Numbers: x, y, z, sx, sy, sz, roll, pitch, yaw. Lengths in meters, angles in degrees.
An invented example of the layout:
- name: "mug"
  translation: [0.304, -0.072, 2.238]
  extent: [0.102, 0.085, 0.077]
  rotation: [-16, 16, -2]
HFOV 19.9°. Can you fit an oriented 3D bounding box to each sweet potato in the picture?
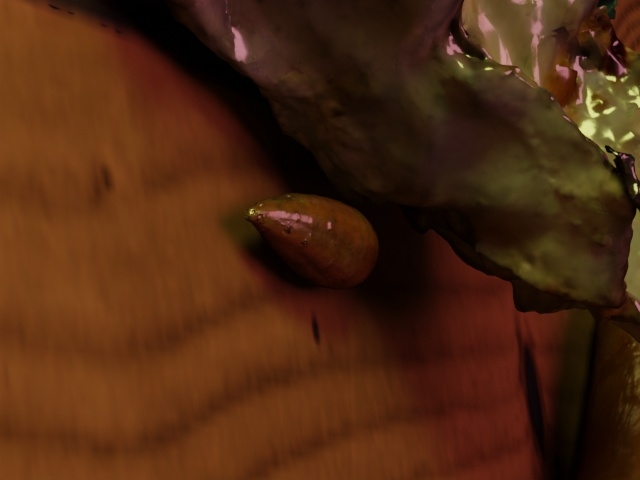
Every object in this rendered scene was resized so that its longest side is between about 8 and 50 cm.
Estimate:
- name: "sweet potato"
  translation: [0.000, 0.000, 0.701]
  extent: [0.095, 0.034, 0.034]
  rotation: [26, 54, -60]

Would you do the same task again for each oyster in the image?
- name: "oyster"
  translation: [0.043, -0.072, 0.701]
  extent: [0.337, 0.133, 0.198]
  rotation: [35, 24, -46]

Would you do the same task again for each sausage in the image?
- name: "sausage"
  translation: [0.185, 0.091, 0.950]
  extent: [0.109, 0.109, 0.270]
  rotation: [60, 30, -29]

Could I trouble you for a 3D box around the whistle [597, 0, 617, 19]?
- name: "whistle"
  translation: [0.181, -0.230, 1.150]
  extent: [0.062, 0.062, 0.304]
  rotation: [62, 29, -26]
